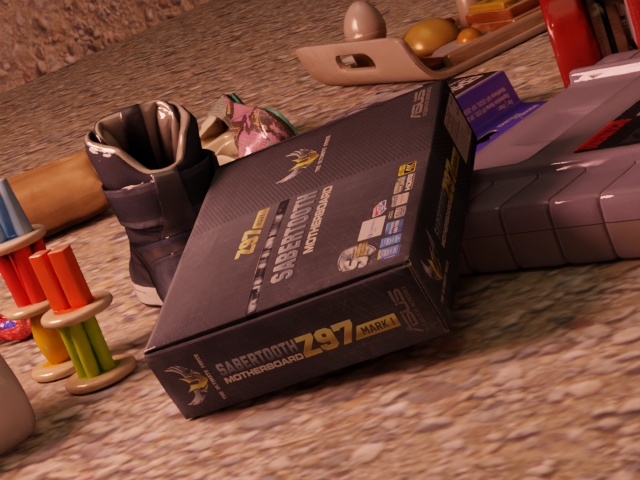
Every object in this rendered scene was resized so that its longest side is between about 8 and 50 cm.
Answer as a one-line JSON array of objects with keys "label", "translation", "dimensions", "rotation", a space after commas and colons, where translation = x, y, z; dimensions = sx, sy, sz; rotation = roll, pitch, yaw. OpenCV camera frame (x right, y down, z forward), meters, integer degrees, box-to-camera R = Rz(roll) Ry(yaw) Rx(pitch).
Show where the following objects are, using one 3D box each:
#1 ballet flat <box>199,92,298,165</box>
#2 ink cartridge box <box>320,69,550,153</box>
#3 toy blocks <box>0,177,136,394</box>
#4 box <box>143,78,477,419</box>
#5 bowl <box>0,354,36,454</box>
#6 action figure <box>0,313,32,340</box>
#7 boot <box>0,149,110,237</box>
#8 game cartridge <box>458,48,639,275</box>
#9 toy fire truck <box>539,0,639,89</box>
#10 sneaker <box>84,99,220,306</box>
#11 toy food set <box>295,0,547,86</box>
[{"label": "ballet flat", "translation": [-0.083, -0.101, 1.686], "dimensions": [0.079, 0.077, 0.221], "rotation": [-42, 17, -5]}, {"label": "ink cartridge box", "translation": [0.076, -0.093, 1.475], "dimensions": [0.208, 0.045, 0.206], "rotation": [-5, 20, 43]}, {"label": "toy blocks", "translation": [-0.193, 0.028, 1.181], "dimensions": [0.054, 0.148, 0.123], "rotation": [-28, 16, -26]}, {"label": "box", "translation": [0.000, 0.000, 1.074], "dimensions": [0.183, 0.059, 0.233], "rotation": [-20, 27, 23]}, {"label": "bowl", "translation": [-0.274, 0.096, 1.096], "dimensions": [0.142, 0.053, 0.142], "rotation": [-26, 48, -24]}, {"label": "action figure", "translation": [-0.269, 0.073, 1.367], "dimensions": [0.115, 0.030, 0.038], "rotation": [-12, 11, 22]}, {"label": "boot", "translation": [-0.336, -0.012, 1.653], "dimensions": [0.269, 0.089, 0.236], "rotation": [-23, 15, -14]}, {"label": "game cartridge", "translation": [0.223, -0.075, 1.184], "dimensions": [0.230, 0.068, 0.355], "rotation": [-13, 16, 43]}, {"label": "toy fire truck", "translation": [0.262, -0.281, 1.488], "dimensions": [0.169, 0.254, 0.302], "rotation": [-18, 14, 11]}, {"label": "sneaker", "translation": [-0.120, -0.028, 1.266], "dimensions": [0.086, 0.163, 0.226], "rotation": [-25, 13, -12]}, {"label": "toy food set", "translation": [0.149, -0.260, 1.894], "dimensions": [0.306, 0.092, 0.219], "rotation": [-28, 16, -27]}]
